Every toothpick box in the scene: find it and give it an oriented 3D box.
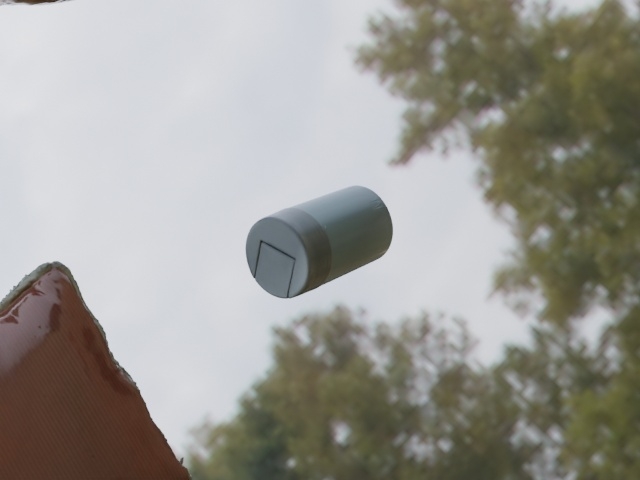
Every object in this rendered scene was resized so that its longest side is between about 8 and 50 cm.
[{"bbox_3d":[0.000,0.000,1.073,0.083,0.052,0.052,-22,-34,-47],"label":"toothpick box"}]

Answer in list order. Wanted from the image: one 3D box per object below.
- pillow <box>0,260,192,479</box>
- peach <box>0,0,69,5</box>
[{"bbox_3d":[-0.194,0.127,1.098,0.179,0.171,0.075,-30,0,-4],"label":"pillow"},{"bbox_3d":[-0.162,-0.180,0.759,0.153,0.159,0.267,-9,-27,3],"label":"peach"}]
